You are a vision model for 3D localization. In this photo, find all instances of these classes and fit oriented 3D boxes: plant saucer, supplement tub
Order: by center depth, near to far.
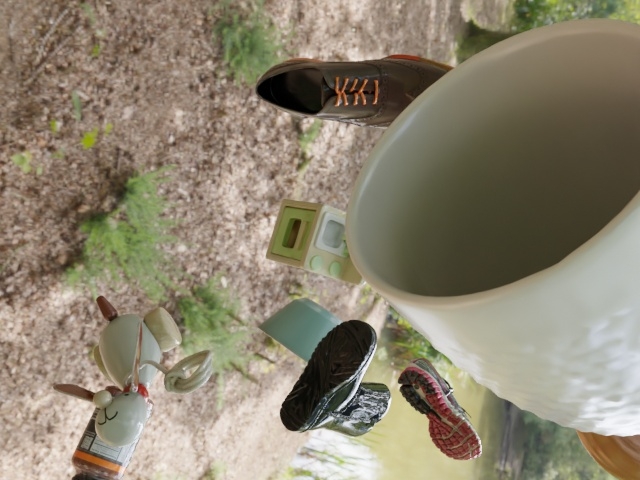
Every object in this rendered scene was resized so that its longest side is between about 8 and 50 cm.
[{"bbox_3d":[0.470,0.256,0.899,0.037,0.200,0.199,109,4,-61],"label":"plant saucer"},{"bbox_3d":[-0.405,0.387,1.178,0.106,0.106,0.197,62,44,-56],"label":"supplement tub"}]

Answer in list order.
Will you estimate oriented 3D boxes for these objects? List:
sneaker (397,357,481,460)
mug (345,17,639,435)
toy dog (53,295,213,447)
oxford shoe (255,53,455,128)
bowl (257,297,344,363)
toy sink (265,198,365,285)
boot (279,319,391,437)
[{"bbox_3d":[0.326,0.438,1.602,0.299,0.121,0.112,58,31,-2],"label":"sneaker"},{"bbox_3d":[0.197,0.023,0.588,0.328,0.374,0.276,42,65,-33],"label":"mug"},{"bbox_3d":[-0.340,0.192,1.046,0.220,0.334,0.161,-41,111,-18],"label":"toy dog"},{"bbox_3d":[0.048,-0.182,0.777,0.098,0.272,0.096,-42,133,-61],"label":"oxford shoe"},{"bbox_3d":[-0.021,0.288,1.875,0.163,0.312,0.311,-55,153,-8],"label":"bowl"},{"bbox_3d":[0.000,0.000,1.393,0.131,0.234,0.152,19,86,-39],"label":"toy sink"},{"bbox_3d":[0.063,0.259,1.126,0.207,0.094,0.246,22,108,-48],"label":"boot"}]
